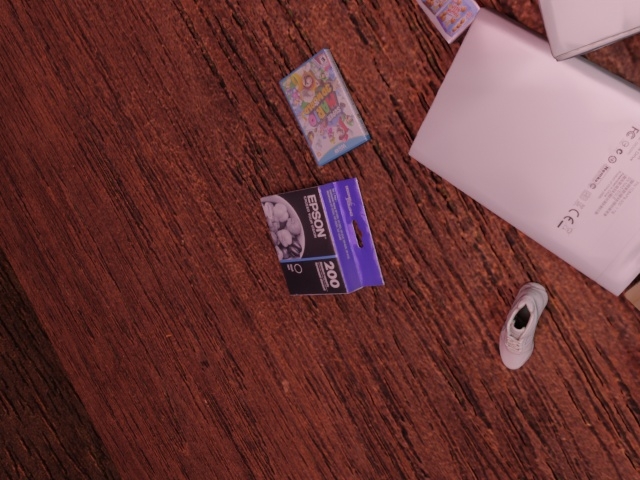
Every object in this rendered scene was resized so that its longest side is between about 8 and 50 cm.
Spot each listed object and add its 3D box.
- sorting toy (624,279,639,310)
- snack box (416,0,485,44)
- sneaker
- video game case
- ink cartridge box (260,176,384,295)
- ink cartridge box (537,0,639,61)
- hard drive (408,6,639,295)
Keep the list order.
[{"bbox_3d":[0.485,0.063,0.715,0.132,0.046,0.274,47,131,13],"label":"sorting toy"},{"bbox_3d":[0.153,-0.364,0.812,0.064,0.022,0.178,-40,82,41],"label":"snack box"},{"bbox_3d":[0.299,0.138,0.888,0.053,0.061,0.152,21,122,28],"label":"sneaker"},{"bbox_3d":[0.005,-0.224,0.997,0.119,0.015,0.166,-23,94,42],"label":"video game case"},{"bbox_3d":[0.000,0.000,1.079,0.208,0.045,0.206,-8,103,39],"label":"ink cartridge box"},{"bbox_3d":[0.284,-0.348,0.589,0.121,0.211,0.289,-11,102,41],"label":"ink cartridge box"},{"bbox_3d":[0.310,-0.119,0.777,0.353,0.047,0.233,38,128,19],"label":"hard drive"}]
